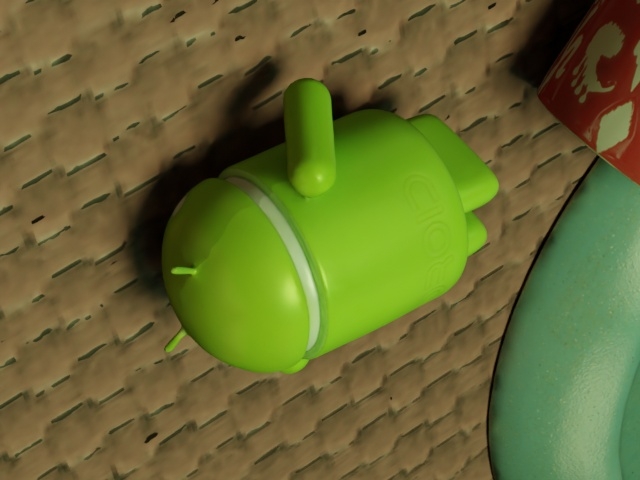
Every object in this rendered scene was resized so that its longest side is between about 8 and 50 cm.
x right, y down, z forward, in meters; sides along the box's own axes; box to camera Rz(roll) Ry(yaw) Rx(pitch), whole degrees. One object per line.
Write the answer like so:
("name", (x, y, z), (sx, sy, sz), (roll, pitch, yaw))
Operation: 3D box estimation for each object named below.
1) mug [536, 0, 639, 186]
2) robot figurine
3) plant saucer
("mug", (0.173, -0.085, 0.655), (0.150, 0.113, 0.169), (26, 106, -38))
("robot figurine", (0.000, 0.000, 0.601), (0.115, 0.067, 0.101), (-25, 148, -25))
("plant saucer", (0.210, 0.022, 0.836), (0.318, 0.044, 0.317), (-24, 135, -27))
